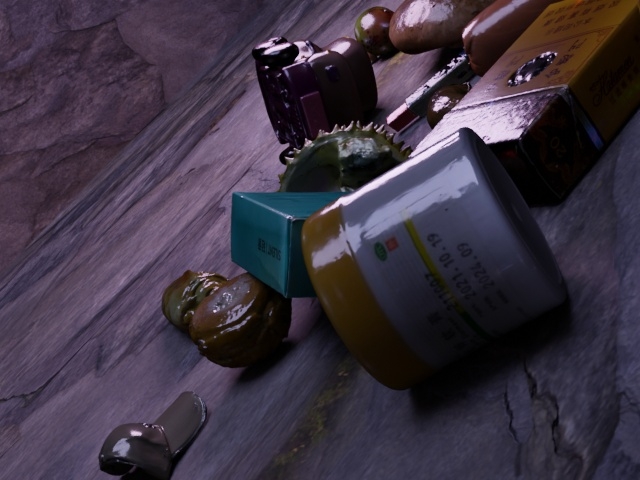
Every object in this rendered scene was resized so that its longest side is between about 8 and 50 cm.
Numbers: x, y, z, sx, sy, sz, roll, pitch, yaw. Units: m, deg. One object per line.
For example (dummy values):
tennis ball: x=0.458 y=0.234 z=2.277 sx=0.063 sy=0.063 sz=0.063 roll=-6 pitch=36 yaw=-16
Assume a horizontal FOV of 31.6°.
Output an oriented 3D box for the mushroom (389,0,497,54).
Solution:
mushroom: x=0.269 y=-0.477 z=2.357 sx=0.278 sy=0.146 sz=0.278 roll=-26 pitch=21 yaw=11

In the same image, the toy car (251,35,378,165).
toy car: x=0.009 y=-0.297 z=2.303 sx=0.240 sy=0.271 sz=0.341 roll=-20 pitch=20 yaw=-10

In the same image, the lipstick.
lipstick: x=0.251 y=-0.313 z=2.163 sx=0.312 sy=0.051 sz=0.051 roll=-40 pitch=21 yaw=-1

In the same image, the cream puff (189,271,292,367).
cream puff: x=-0.115 y=0.127 z=1.703 sx=0.165 sy=0.115 sz=0.150 roll=-19 pitch=31 yaw=23

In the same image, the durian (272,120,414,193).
durian: x=0.048 y=-0.097 z=1.890 sx=0.306 sy=0.172 sz=0.167 roll=-24 pitch=46 yaw=14

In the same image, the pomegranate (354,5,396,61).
pomegranate: x=0.141 y=-0.489 z=2.676 sx=0.130 sy=0.130 sz=0.130 roll=-33 pitch=20 yaw=13

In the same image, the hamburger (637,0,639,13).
hamburger: x=0.515 y=-0.331 z=1.490 sx=0.149 sy=0.237 sz=0.237 roll=-47 pitch=21 yaw=-27

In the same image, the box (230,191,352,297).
box: x=0.000 y=0.000 z=1.648 sx=0.205 sy=0.118 sz=0.311 roll=-3 pitch=9 yaw=-19

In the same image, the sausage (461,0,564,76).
sausage: x=0.390 y=-0.409 z=2.024 sx=0.304 sy=0.121 sz=0.121 roll=-35 pitch=19 yaw=8

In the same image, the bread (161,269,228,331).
bread: x=-0.227 y=0.097 z=2.029 sx=0.128 sy=0.088 sz=0.232 roll=-33 pitch=13 yaw=-11

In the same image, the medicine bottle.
medicine bottle: x=0.133 y=0.022 z=1.318 sx=0.231 sy=0.238 sz=0.238 roll=-30 pitch=20 yaw=18

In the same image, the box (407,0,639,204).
box: x=0.345 y=-0.217 z=1.673 sx=0.415 sy=0.116 sz=0.264 roll=-46 pitch=22 yaw=-24

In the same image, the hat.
hat: x=-0.252 y=0.276 z=1.650 sx=0.147 sy=0.085 sz=0.175 roll=-17 pitch=29 yaw=48

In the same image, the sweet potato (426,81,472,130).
sweet potato: x=0.238 y=-0.218 z=1.942 sx=0.112 sy=0.085 sz=0.286 roll=1 pitch=15 yaw=6
